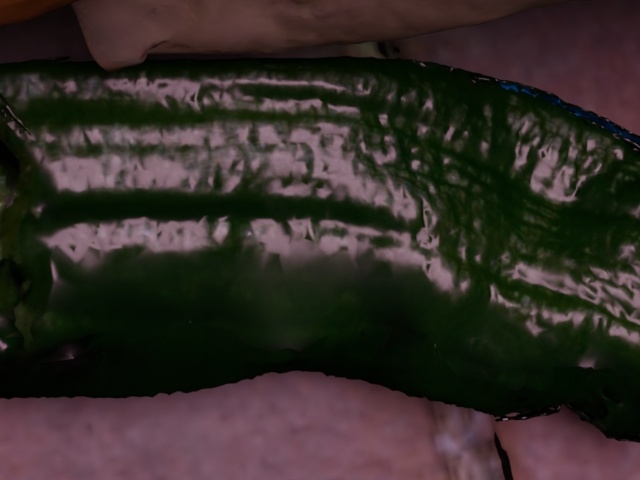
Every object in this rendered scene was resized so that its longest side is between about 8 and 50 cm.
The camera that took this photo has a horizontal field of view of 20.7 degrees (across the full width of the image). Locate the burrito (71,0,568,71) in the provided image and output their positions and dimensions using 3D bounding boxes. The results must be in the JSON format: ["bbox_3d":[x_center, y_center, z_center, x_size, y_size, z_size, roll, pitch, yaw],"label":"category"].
[{"bbox_3d":[0.077,-0.116,0.400,0.299,0.105,0.143,-7,63,13],"label":"burrito"}]

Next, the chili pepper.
[{"bbox_3d":[0.000,0.000,0.448,0.224,0.061,0.098,7,93,-8],"label":"chili pepper"}]

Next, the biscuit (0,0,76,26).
[{"bbox_3d":[-0.117,-0.215,0.393,0.312,0.057,0.351,-42,70,-4],"label":"biscuit"}]
